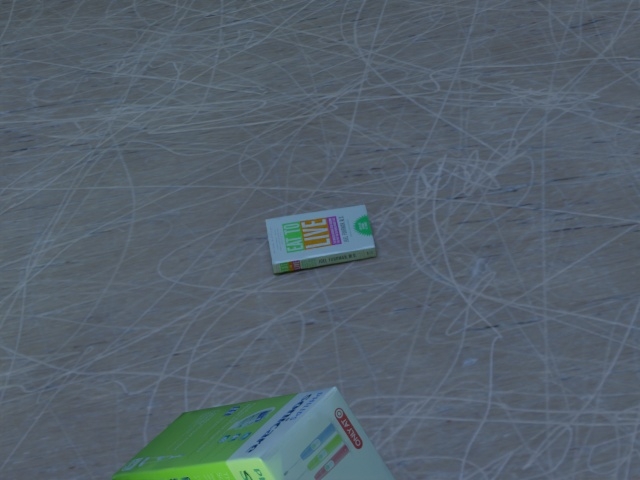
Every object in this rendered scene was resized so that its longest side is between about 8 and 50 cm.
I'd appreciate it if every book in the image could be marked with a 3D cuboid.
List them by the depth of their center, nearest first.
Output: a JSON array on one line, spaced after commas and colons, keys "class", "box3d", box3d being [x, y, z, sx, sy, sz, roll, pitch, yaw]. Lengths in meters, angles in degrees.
[{"class": "book", "box3d": [0.000, 0.000, 2.244, 0.144, 0.035, 0.096, -10, 38, -2]}]

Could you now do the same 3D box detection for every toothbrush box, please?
[{"class": "toothbrush box", "box3d": [-0.050, 0.275, 1.613, 0.122, 0.206, 0.283, -41, 14, -35]}]
